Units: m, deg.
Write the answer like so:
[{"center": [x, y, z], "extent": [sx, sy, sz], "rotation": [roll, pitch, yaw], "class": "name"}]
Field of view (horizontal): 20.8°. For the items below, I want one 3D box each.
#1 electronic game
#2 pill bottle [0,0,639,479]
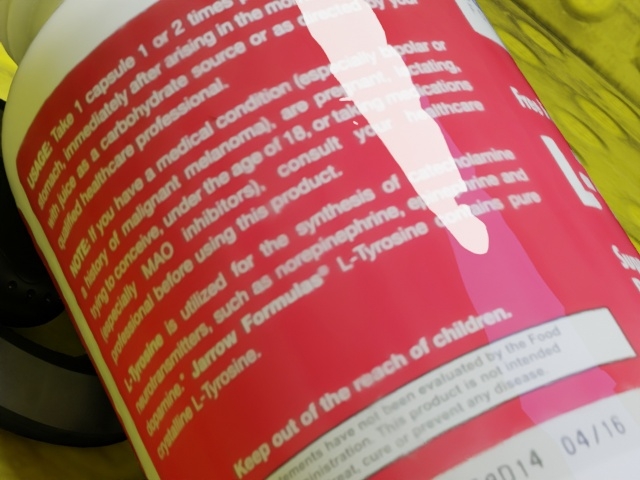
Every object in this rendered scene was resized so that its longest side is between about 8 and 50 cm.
[{"center": [-0.158, 0.003, 0.841], "extent": [0.229, 0.048, 0.229], "rotation": [39, 24, -21], "class": "electronic game"}, {"center": [0.000, 0.000, 0.766], "extent": [0.229, 0.229, 0.407], "rotation": [8, 47, -54], "class": "pill bottle"}]
